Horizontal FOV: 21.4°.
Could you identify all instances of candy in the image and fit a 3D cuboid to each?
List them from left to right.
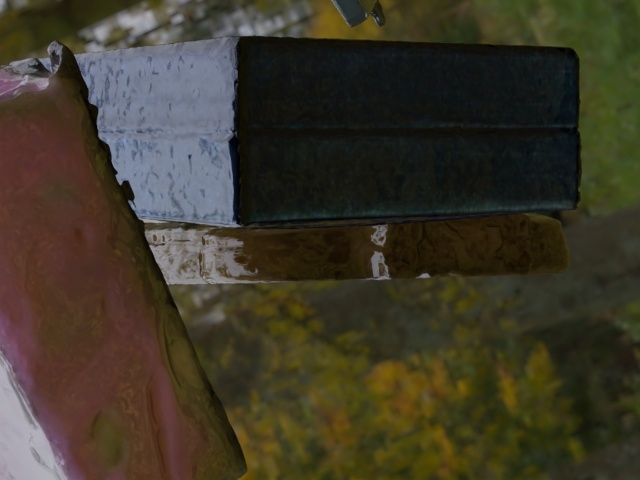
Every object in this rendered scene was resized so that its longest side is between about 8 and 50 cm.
[{"bbox_3d":[-0.159,0.044,0.863,0.116,0.155,0.265,-42,-62,-43],"label":"candy"}]

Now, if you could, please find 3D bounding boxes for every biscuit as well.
[{"bbox_3d":[0.000,0.000,1.491,0.394,0.368,0.076,-4,89,56],"label":"biscuit"}]

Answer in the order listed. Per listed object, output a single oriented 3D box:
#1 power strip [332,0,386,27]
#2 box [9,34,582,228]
[{"bbox_3d":[-0.008,-0.234,1.188,0.252,0.027,0.060,50,-135,-41],"label":"power strip"},{"bbox_3d":[-0.022,-0.068,1.085,0.279,0.261,0.116,6,99,54],"label":"box"}]
